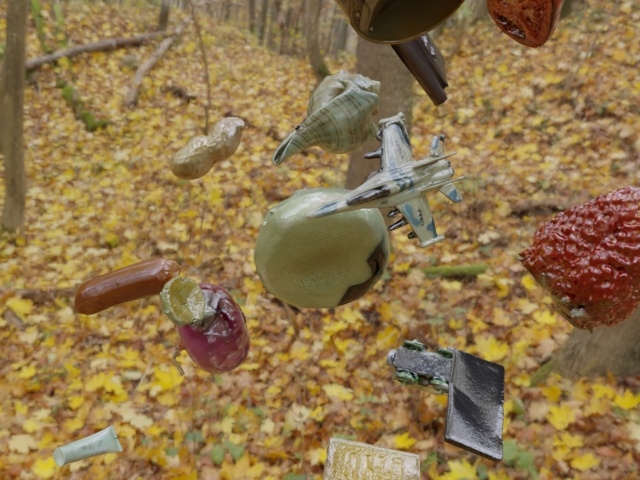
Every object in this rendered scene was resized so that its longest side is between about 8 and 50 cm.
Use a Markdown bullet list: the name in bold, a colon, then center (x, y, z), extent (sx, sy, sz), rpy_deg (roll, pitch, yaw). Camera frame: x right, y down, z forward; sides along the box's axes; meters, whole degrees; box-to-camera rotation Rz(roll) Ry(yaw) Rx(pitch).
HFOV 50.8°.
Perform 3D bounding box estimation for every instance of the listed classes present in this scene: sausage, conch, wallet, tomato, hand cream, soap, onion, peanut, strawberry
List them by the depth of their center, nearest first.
- **wallet**: center (0.179, -0.384, 1.296), extent (0.229, 0.049, 0.182), rpy_deg (45, 33, -33)
- **wallet**: center (0.318, 0.333, 1.387), extent (0.124, 0.025, 0.244), rpy_deg (23, 41, -2)
- **tomato**: center (0.440, -0.507, 1.423), extent (0.082, 0.166, 0.174), rpy_deg (-37, 60, -16)
- **conch**: center (0.046, -0.252, 1.431), extent (0.170, 0.203, 0.386), rpy_deg (35, 48, -10)
- **strawberry**: center (0.647, 0.033, 1.505), extent (0.292, 0.343, 0.292), rpy_deg (45, 22, -23)
- **onion**: center (-0.251, 0.192, 1.535), extent (0.201, 0.200, 0.207), rpy_deg (10, 52, -10)
- **sausage**: center (-0.475, 0.107, 1.633), extent (0.300, 0.083, 0.089), rpy_deg (-17, 56, 15)
- **peanut**: center (-0.287, -0.238, 1.740), extent (0.228, 0.085, 0.104), rpy_deg (-35, 59, -8)
- **hand cream**: center (-0.617, 0.552, 1.803), extent (0.078, 0.050, 0.205), rpy_deg (60, 23, 16)
- **soap**: center (0.145, 0.684, 1.954), extent (0.274, 0.089, 0.173), rpy_deg (11, 48, 0)

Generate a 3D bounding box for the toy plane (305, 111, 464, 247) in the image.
- **toy plane**: center (0.084, -0.068, 0.914), extent (0.262, 0.192, 0.088), rpy_deg (-19, 3, -23)

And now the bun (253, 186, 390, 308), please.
- **bun**: center (0.000, 0.000, 1.373), extent (0.283, 0.283, 0.179), rpy_deg (9, 33, -12)

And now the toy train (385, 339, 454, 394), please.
- **toy train**: center (0.403, 0.480, 2.480), extent (0.307, 0.173, 0.249), rpy_deg (9, -20, 20)

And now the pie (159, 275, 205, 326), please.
- **pie**: center (-0.208, 0.092, 1.024), extent (0.020, 0.084, 0.084), rpy_deg (-21, 8, 33)

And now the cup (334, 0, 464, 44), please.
- **cup**: center (0.053, -0.330, 0.665), extent (0.166, 0.239, 0.177), rpy_deg (-23, 65, 5)
